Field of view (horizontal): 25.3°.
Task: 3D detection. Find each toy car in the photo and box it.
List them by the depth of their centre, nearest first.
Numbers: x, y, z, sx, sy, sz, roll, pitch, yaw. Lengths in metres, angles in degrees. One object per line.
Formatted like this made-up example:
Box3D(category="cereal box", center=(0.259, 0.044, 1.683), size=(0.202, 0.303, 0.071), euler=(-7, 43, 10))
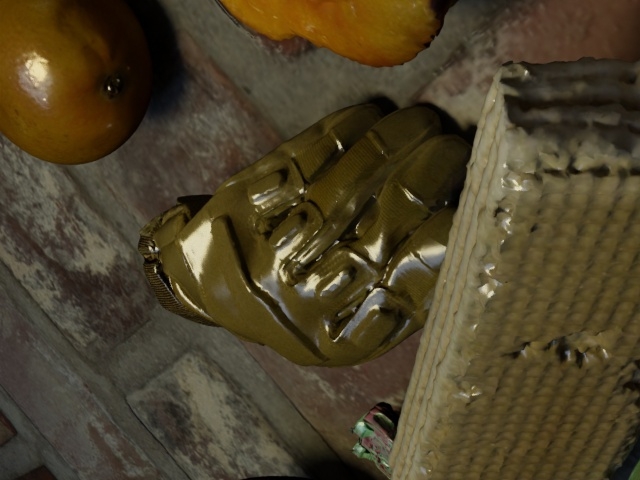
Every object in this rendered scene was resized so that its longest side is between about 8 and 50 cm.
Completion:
Box3D(category="toy car", center=(0.064, 0.164, 1.121), size=(0.069, 0.055, 0.142), euler=(43, 166, 14))

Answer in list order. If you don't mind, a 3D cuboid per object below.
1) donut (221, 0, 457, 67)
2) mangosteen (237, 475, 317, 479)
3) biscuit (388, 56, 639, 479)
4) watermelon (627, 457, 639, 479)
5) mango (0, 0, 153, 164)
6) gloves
Box3D(category="donut", center=(-0.013, -0.203, 0.708), size=(0.253, 0.118, 0.253), euler=(34, 146, 27))
Box3D(category="mangosteen", center=(-0.006, 0.336, 1.214), size=(0.347, 0.307, 0.307), euler=(-30, 101, 34))
Box3D(category="biscuit", center=(0.131, 0.057, 0.803), size=(0.144, 0.078, 0.426), euler=(1, 146, -4))
Box3D(category="watermelon", center=(0.260, 0.260, 0.815), size=(0.250, 0.283, 0.292), euler=(41, 129, -16))
Box3D(category="mango", center=(-0.202, -0.128, 1.081), size=(0.151, 0.120, 0.221), euler=(56, 159, -5))
Box3D(category="gloves", center=(-0.012, 0.010, 0.945), size=(0.331, 0.141, 0.154), euler=(-7, 118, 58))
